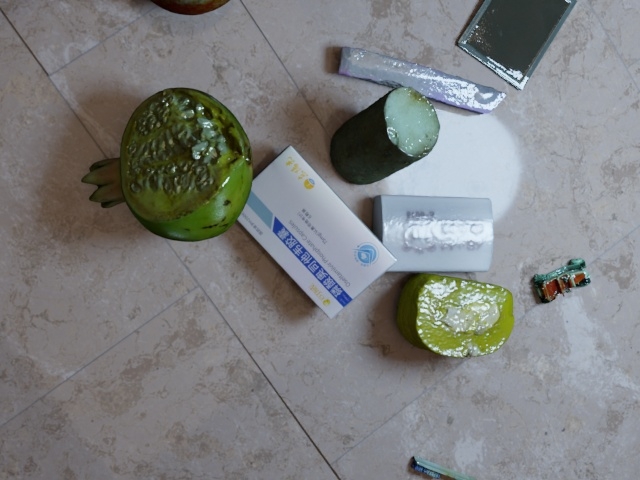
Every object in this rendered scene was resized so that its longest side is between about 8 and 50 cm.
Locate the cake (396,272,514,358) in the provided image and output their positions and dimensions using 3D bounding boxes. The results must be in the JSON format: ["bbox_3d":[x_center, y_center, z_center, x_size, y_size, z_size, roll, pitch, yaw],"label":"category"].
[{"bbox_3d":[0.310,0.174,1.905,0.260,0.156,0.179,10,90,-15],"label":"cake"}]

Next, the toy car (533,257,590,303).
[{"bbox_3d":[0.590,0.099,2.018,0.143,0.054,0.073,-22,99,-10],"label":"toy car"}]

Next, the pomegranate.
[{"bbox_3d":[-0.296,-0.137,1.721,0.358,0.216,0.309,-12,77,20],"label":"pomegranate"}]

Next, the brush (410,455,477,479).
[{"bbox_3d":[0.298,0.560,1.992,0.178,0.033,0.030,23,95,-14],"label":"brush"}]

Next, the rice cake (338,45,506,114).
[{"bbox_3d":[0.227,-0.361,1.895,0.399,0.064,0.070,13,100,-14],"label":"rice cake"}]

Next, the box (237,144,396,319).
[{"bbox_3d":[-0.021,-0.018,1.813,0.200,0.065,0.343,-42,94,8],"label":"box"}]

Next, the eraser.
[{"bbox_3d":[0.257,-0.014,1.913,0.270,0.095,0.174,1,91,-14],"label":"eraser"}]

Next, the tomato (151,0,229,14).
[{"bbox_3d":[-0.264,-0.596,1.683,0.270,0.222,0.270,0,109,1],"label":"tomato"}]

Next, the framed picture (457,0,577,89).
[{"bbox_3d":[0.463,-0.512,1.957,0.197,0.014,0.252,32,91,-13],"label":"framed picture"}]

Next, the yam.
[{"bbox_3d":[0.139,-0.221,1.794,0.161,0.268,0.161,4,79,-21],"label":"yam"}]
